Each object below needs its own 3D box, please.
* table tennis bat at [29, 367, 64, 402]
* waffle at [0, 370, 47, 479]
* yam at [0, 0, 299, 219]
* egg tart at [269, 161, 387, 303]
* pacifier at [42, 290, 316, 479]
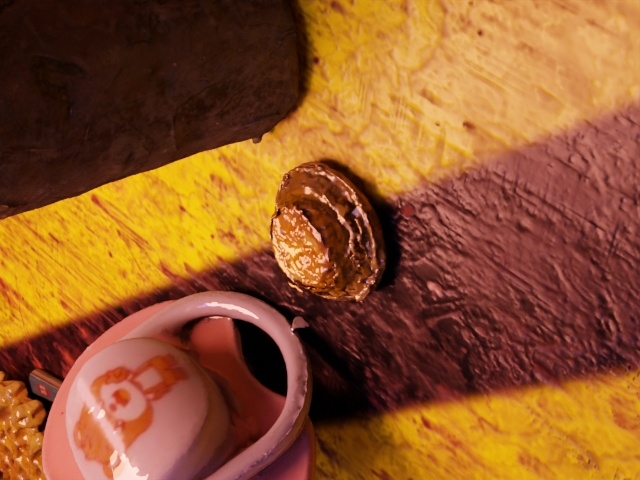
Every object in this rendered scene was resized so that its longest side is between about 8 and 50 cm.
[{"bbox_3d":[-0.251,0.202,1.619,0.274,0.021,0.154,18,124,42],"label":"table tennis bat"},{"bbox_3d":[-0.371,0.279,1.771,0.253,0.056,0.249,57,147,-3],"label":"waffle"},{"bbox_3d":[-0.187,-0.135,1.108,0.195,0.300,0.195,38,137,46],"label":"yam"},{"bbox_3d":[0.000,0.000,1.157,0.130,0.052,0.130,25,127,38],"label":"egg tart"},{"bbox_3d":[-0.124,0.199,1.292,0.332,0.220,0.273,47,143,43],"label":"pacifier"}]
